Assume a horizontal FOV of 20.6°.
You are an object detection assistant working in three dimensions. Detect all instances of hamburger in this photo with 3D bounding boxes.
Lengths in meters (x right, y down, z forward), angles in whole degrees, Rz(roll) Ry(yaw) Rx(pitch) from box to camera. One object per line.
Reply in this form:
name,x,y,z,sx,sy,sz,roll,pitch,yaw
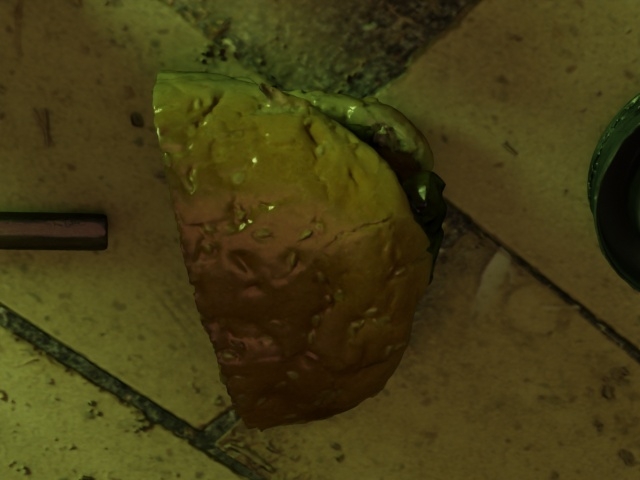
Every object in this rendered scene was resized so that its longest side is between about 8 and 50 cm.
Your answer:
hamburger,0.002,-0.002,1.391,0.209,0.162,0.330,-15,121,8

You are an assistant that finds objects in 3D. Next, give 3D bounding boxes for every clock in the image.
clock,0.333,-0.045,1.454,0.226,0.049,0.226,-1,127,-2

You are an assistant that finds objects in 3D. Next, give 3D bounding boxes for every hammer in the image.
hammer,-0.357,-0.013,1.436,0.365,0.043,0.111,1,125,-8
